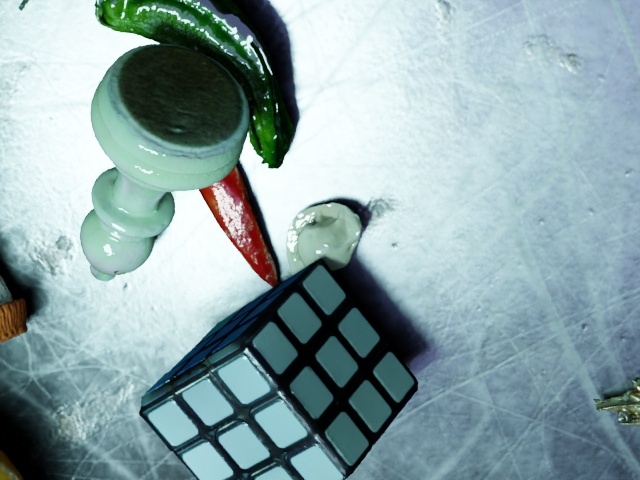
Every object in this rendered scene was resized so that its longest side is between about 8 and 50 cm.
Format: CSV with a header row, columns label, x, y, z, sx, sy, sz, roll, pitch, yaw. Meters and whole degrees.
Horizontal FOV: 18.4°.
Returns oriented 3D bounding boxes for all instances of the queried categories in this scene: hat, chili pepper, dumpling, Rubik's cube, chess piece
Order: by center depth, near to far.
label,x,y,z,sx,sy,sz,roll,pitch,yaw
chili pepper,-0.124,-0.181,1.792,0.279,0.065,0.122,35,111,-5
chess piece,-0.164,-0.047,1.799,0.139,0.139,0.272,29,140,-1
Rubik's cube,-0.037,0.141,1.809,0.160,0.162,0.163,-33,101,39
dumpling,0.002,0.000,1.846,0.052,0.057,0.076,-3,146,-24
chili pepper,-0.080,-0.023,1.855,0.045,0.027,0.178,-22,105,15
hat,-0.343,0.029,1.889,0.093,0.112,0.162,-21,93,-13

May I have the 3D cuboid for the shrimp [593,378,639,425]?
label,x,y,z,sx,sy,sz,roll,pitch,yaw
shrimp,0.337,0.125,1.826,0.180,0.041,0.099,-18,103,15

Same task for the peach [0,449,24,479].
label,x,y,z,sx,sy,sz,roll,pitch,yaw
peach,-0.435,0.304,1.880,0.332,0.308,0.308,-11,105,12
